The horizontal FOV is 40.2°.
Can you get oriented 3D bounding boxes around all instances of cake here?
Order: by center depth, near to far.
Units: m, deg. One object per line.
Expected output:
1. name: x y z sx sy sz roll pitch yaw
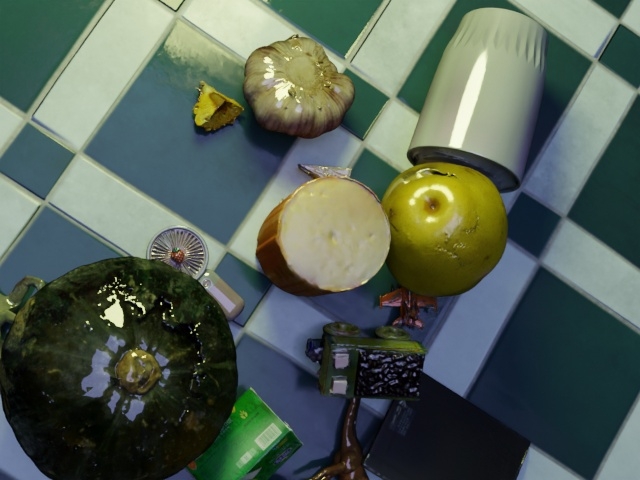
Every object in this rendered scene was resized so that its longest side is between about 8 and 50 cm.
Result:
1. cake: 0.008 -0.151 1.931 0.121 0.052 0.065 27 85 -7

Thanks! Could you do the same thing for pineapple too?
1. pineapple: -0.234 -0.302 1.888 0.114 0.077 0.114 -31 78 -17

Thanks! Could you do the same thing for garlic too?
1. garlic: -0.052 -0.318 1.888 0.245 0.160 0.244 6 62 -12

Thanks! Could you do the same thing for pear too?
1. pear: 0.249 -0.011 1.826 0.285 0.336 0.284 1 56 -1

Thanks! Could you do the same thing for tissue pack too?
1. tissue pack: -0.157 0.440 1.800 0.209 0.156 0.148 -44 58 -11

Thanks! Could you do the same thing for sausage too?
1. sausage: 0.000 0.000 1.793 0.233 0.287 0.233 1 85 -11

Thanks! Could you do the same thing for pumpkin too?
1. pumpkin: -0.376 0.251 1.658 0.455 0.344 0.454 3 76 -14

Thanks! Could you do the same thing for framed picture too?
1. framed picture: 0.282 0.467 1.915 0.339 0.014 0.255 33 66 -8

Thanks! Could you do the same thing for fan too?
1. fan: -0.259 0.073 1.840 0.244 0.074 0.130 43 77 -5

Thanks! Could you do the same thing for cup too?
1. cup: 0.356 -0.298 1.914 0.253 0.253 0.371 20 80 -9

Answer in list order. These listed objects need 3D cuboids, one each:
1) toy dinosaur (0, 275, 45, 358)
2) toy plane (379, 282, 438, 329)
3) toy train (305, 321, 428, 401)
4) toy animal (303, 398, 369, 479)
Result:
1. toy dinosaur: -0.656 0.173 1.734 0.162 0.077 0.294 9 76 15
2. toy plane: 0.194 0.105 1.945 0.135 0.062 0.188 2 70 -11
3. toy train: 0.102 0.255 1.830 0.261 0.177 0.134 5 105 -11
4. toy animal: 0.050 0.450 1.870 0.230 0.066 0.224 -37 98 -25
